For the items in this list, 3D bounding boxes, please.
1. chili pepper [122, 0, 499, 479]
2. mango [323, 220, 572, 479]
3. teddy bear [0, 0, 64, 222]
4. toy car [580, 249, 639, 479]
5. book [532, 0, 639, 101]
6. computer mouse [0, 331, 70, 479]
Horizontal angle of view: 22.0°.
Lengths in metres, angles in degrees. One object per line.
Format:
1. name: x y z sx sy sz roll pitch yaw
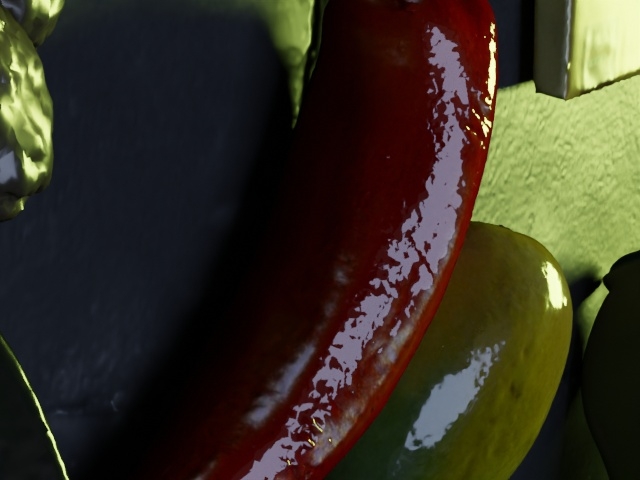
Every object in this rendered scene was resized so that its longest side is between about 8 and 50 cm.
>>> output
1. chili pepper: 0.001 0.007 0.672 0.137 0.092 0.368 47 59 -57
2. mango: 0.050 0.077 0.779 0.194 0.092 0.130 -59 144 -12
3. teddy bear: -0.158 -0.079 0.406 0.190 0.140 0.177 60 10 -32
4. toy car: 0.265 0.179 1.037 0.242 0.226 0.336 7 78 -38
5. book: 0.193 -0.290 0.925 0.269 0.032 0.389 -24 118 -50
6. computer mouse: -0.133 0.129 0.489 0.137 0.086 0.269 -14 85 -45
